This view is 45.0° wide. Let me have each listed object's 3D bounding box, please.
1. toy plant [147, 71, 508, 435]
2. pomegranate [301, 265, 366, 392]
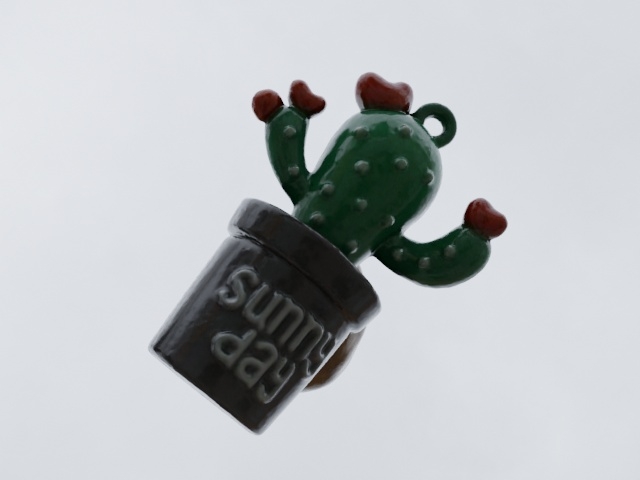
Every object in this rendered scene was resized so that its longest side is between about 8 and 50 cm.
[{"bbox_3d":[0.011,0.007,0.809,0.400,0.279,0.185,-52,-27,-14],"label":"toy plant"},{"bbox_3d":[-0.029,0.090,0.996,0.207,0.207,0.207,-3,-67,-7],"label":"pomegranate"}]
